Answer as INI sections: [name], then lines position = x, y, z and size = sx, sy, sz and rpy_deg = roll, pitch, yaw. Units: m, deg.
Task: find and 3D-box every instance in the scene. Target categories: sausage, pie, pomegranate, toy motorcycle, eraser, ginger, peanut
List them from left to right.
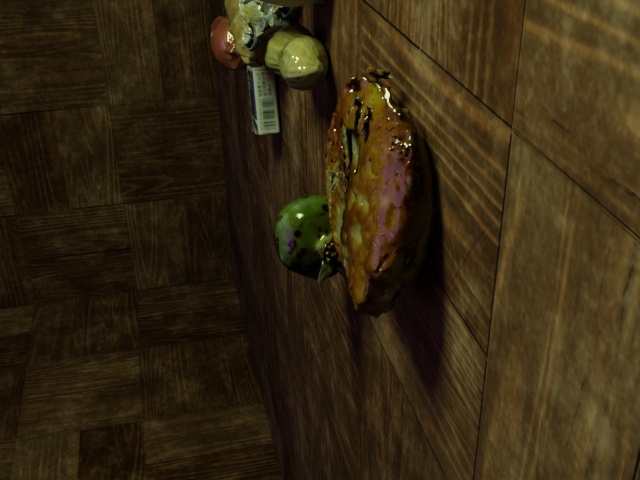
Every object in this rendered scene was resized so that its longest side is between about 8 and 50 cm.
[sausage]
position = -0.222, -0.524, 2.124
size = 0.254, 0.148, 0.148
rpy_deg = -112, 18, -72
[ginger]
position = -0.156, -0.563, 1.803
size = 0.190, 0.126, 0.354
rpy_deg = -100, 6, -86
[eraser]
position = -0.145, -0.375, 1.997
size = 0.124, 0.068, 0.210
rpy_deg = -122, 27, -71
[toy motorcycle]
position = -0.110, -0.483, 1.632
size = 0.228, 0.074, 0.151
rpy_deg = -23, 75, 58
[peanut]
position = -0.041, -0.320, 1.402
size = 0.214, 0.098, 0.090
rpy_deg = -122, 36, -61
[pomegranate]
position = 0.004, 0.001, 1.320
size = 0.169, 0.148, 0.148
rpy_deg = 34, 136, 42
[pie]
position = 0.067, -0.067, 1.025
size = 0.308, 0.085, 0.308
rpy_deg = 178, 90, -79

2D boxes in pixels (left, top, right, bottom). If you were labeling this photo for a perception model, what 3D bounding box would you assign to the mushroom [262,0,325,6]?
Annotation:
[mushroom]
position = -0.075, -0.490, 1.269
size = 0.162, 0.173, 0.236
rpy_deg = -139, 43, -71
